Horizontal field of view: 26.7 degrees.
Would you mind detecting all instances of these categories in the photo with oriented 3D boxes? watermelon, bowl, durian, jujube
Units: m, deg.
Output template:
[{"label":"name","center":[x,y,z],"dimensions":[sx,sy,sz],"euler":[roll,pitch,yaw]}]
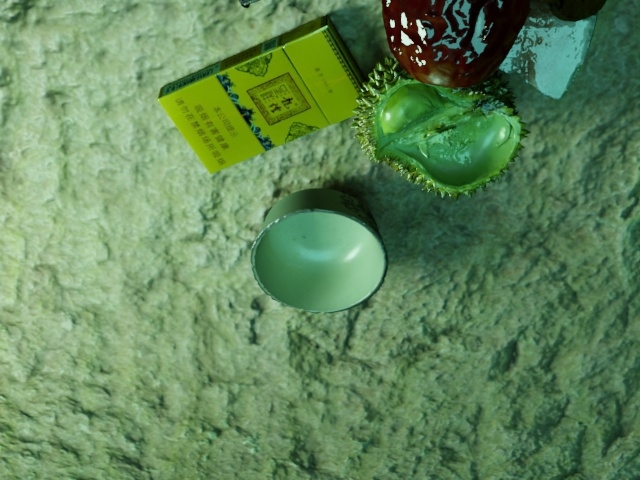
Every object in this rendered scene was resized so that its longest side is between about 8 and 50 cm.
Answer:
[{"label":"watermelon","center":[0.255,-0.298,1.822],"dimensions":[0.241,0.094,0.154],"euler":[14,124,-6]},{"label":"bowl","center":[0.000,0.000,2.063],"dimensions":[0.211,0.112,0.211],"euler":[1,132,2]},{"label":"durian","center":[0.161,-0.173,1.862],"dimensions":[0.237,0.176,0.200],"euler":[18,124,-12]},{"label":"jujube","center":[0.174,-0.336,1.682],"dimensions":[0.197,0.197,0.290],"euler":[8,99,-5]}]

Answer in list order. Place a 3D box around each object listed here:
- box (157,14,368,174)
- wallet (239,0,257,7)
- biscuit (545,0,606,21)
[{"label":"box","center":[-0.077,-0.206,1.935],"dimensions":[0.279,0.041,0.153],"euler":[-20,126,19]},{"label":"wallet","center":[-0.048,-0.441,1.717],"dimensions":[0.221,0.071,0.262],"euler":[-13,126,19]},{"label":"biscuit","center":[0.319,-0.378,1.679],"dimensions":[0.036,0.212,0.212],"euler":[8,141,39]}]
